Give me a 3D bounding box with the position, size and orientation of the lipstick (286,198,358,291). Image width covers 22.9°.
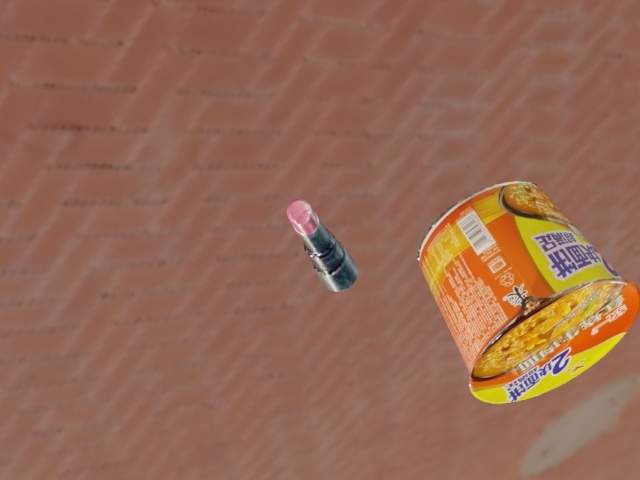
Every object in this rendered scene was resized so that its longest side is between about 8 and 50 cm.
[{"bbox_3d":[0.000,0.000,2.024,0.053,0.053,0.234,-36,154,-3],"label":"lipstick"}]

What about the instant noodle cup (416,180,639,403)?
[{"bbox_3d":[0.215,0.048,1.721,0.213,0.174,0.213,-21,148,-14],"label":"instant noodle cup"}]
